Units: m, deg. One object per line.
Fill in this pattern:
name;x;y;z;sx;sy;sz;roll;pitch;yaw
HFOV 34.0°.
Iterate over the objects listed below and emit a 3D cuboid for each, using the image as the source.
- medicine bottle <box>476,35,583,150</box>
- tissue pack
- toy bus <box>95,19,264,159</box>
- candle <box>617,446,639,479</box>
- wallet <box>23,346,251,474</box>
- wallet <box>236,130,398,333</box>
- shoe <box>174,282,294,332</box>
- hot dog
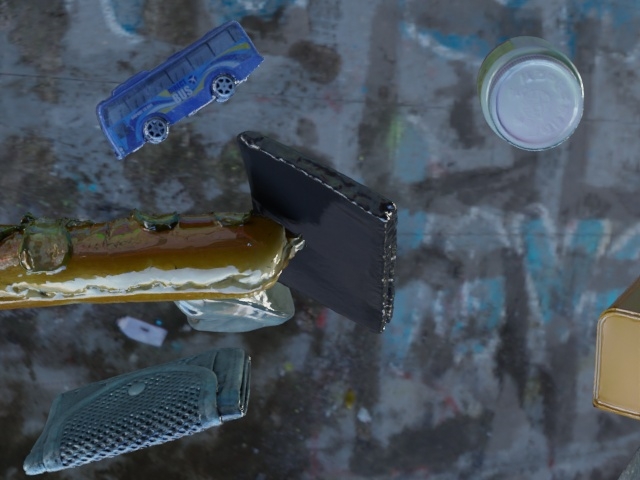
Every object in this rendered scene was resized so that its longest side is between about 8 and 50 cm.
medicine bottle;0.290;-0.205;1.456;0.139;0.225;0.139;2;107;5
tissue pack;0.481;0.109;1.289;0.274;0.194;0.145;-33;128;-46
toy bus;-0.191;-0.201;1.398;0.236;0.079;0.094;-34;98;-8
candle;0.345;0.250;1.024;0.068;0.192;0.168;29;59;-6
wallet;-0.282;0.258;1.652;0.342;0.237;0.075;-15;107;4
wallet;0.000;-0.001;0.802;0.124;0.244;0.025;27;71;13
shoe;-0.101;0.050;1.017;0.195;0.078;0.079;16;52;-62
hot dog;-0.144;0.012;0.766;0.269;0.109;0.072;-1;87;-5
